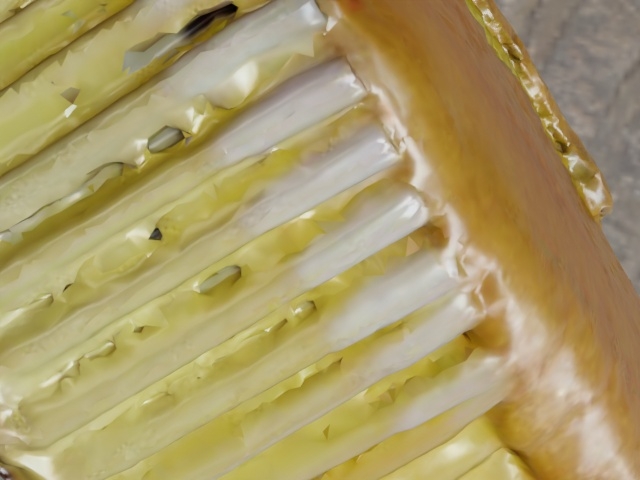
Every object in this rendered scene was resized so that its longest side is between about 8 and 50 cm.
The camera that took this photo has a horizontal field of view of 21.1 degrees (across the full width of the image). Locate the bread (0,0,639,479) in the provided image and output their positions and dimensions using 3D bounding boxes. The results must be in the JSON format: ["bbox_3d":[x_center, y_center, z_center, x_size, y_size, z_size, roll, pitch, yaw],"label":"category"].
[{"bbox_3d":[0.000,0.000,0.476,0.156,0.204,0.288,-32,136,7],"label":"bread"}]
